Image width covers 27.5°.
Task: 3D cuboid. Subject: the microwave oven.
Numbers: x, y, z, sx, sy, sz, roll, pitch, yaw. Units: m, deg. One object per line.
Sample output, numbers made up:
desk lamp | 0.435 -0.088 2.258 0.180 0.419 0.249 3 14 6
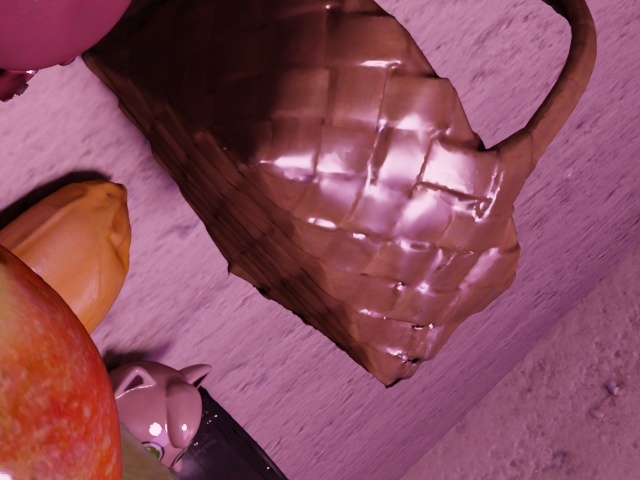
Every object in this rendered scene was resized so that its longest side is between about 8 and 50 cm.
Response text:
microwave oven | -0.172 0.320 1.491 0.247 0.178 0.188 -37 158 -27

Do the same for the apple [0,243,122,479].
apple | -0.285 0.136 0.738 0.349 0.277 0.348 -5 102 -25

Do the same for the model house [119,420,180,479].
model house | -0.264 0.250 1.147 0.211 0.194 0.170 -54 162 14

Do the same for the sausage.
sausage | -0.260 0.083 0.977 0.354 0.116 0.134 -45 149 -18

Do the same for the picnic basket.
picnic basket | 0.051 -0.109 0.960 0.337 0.293 0.337 -23 129 -32

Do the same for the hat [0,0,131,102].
hat | -0.161 -0.158 0.749 0.205 0.089 0.205 -40 160 -18

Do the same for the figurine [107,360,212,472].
figurine | -0.176 0.179 1.300 0.138 0.125 0.125 -55 159 16
